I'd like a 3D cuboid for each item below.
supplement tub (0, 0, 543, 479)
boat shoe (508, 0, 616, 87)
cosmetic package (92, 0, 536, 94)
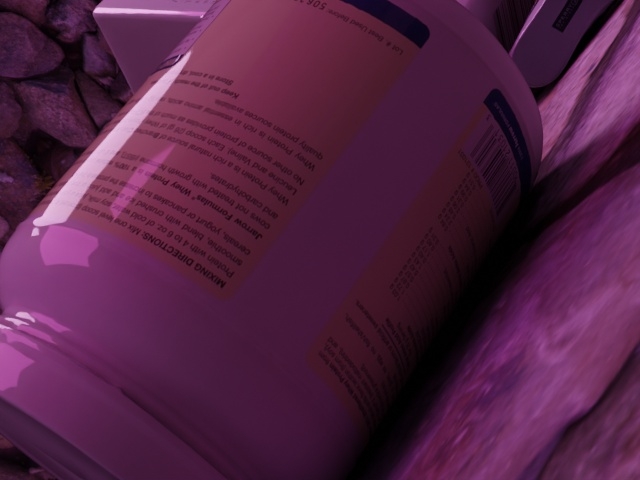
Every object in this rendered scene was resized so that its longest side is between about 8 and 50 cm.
[{"bbox_3d":[-0.039,0.010,0.653,0.325,0.235,0.235,-54,1,-23],"label":"supplement tub"},{"bbox_3d":[0.228,-0.222,0.969,0.183,0.065,0.083,-54,3,20],"label":"boat shoe"},{"bbox_3d":[0.008,-0.239,1.184,0.230,0.453,0.161,-54,-41,-33],"label":"cosmetic package"}]
